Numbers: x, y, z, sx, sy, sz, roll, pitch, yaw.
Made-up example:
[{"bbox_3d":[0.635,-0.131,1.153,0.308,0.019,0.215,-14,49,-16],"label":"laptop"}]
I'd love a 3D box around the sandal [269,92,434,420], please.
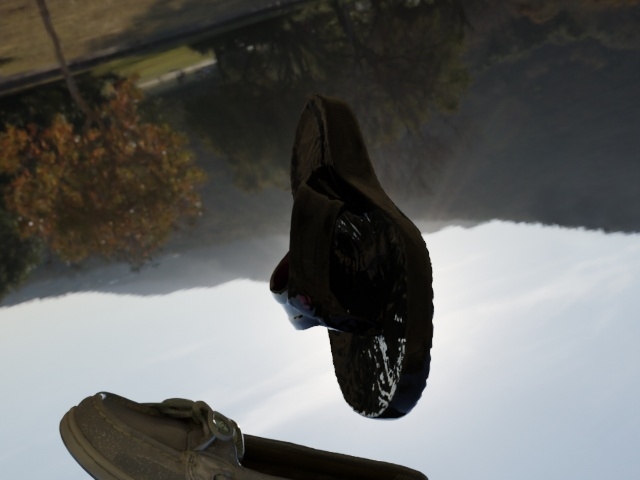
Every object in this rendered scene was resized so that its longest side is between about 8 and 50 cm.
[{"bbox_3d":[-0.001,0.001,0.779,0.107,0.168,0.446,7,-148,-17],"label":"sandal"}]

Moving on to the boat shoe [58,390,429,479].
[{"bbox_3d":[-0.054,0.187,0.665,0.103,0.320,0.118,-62,-161,-1],"label":"boat shoe"}]
